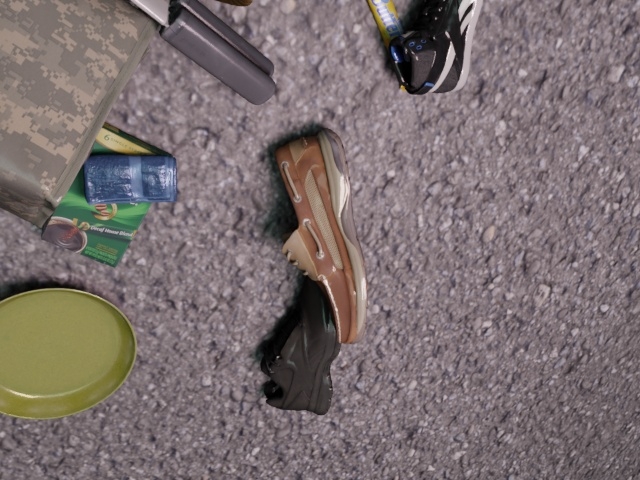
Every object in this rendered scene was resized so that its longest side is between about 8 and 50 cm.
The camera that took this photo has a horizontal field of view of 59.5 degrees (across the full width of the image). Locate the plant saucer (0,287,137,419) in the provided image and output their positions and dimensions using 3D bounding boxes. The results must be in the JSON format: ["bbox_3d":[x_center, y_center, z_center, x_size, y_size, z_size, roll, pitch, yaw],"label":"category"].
[{"bbox_3d":[-0.407,0.167,0.850,0.241,0.037,0.240,-12,121,-20],"label":"plant saucer"}]

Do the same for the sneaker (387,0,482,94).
[{"bbox_3d":[0.155,-0.310,0.779,0.121,0.079,0.216,-16,118,-27],"label":"sneaker"}]

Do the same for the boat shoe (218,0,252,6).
[{"bbox_3d":[-0.149,-0.334,0.701,0.136,0.050,0.045,10,88,-21],"label":"boat shoe"}]

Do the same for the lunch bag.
[{"bbox_3d":[-0.341,-0.200,0.617,0.235,0.169,0.286,31,67,-25],"label":"lunch bag"}]

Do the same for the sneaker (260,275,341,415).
[{"bbox_3d":[-0.036,0.184,0.962,0.130,0.109,0.286,2,111,-11],"label":"sneaker"}]

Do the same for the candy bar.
[{"bbox_3d":[0.109,-0.297,0.821,0.040,0.018,0.161,-32,122,-2],"label":"candy bar"}]

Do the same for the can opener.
[{"bbox_3d":[-0.146,-0.274,0.667,0.095,0.075,0.284,-30,140,30],"label":"can opener"}]

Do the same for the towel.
[{"bbox_3d":[-0.253,-0.082,0.746,0.120,0.029,0.067,-2,115,-18],"label":"towel"}]

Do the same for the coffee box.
[{"bbox_3d":[-0.297,-0.062,0.782,0.113,0.040,0.184,28,103,-28],"label":"coffee box"}]

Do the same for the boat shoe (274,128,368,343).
[{"bbox_3d":[0.000,0.000,0.850,0.117,0.123,0.323,-10,93,0],"label":"boat shoe"}]
